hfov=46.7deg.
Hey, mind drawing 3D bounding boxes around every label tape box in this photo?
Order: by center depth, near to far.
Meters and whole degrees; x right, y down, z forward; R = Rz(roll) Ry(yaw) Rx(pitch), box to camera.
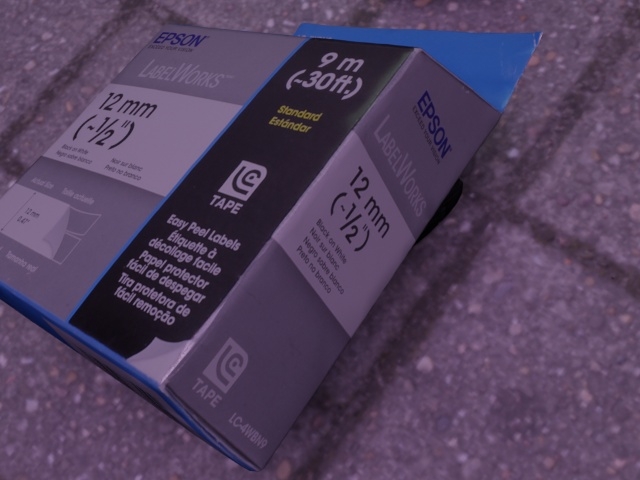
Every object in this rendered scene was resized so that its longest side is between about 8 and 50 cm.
[{"bbox_3d":[-0.046,-0.062,0.503,0.249,0.115,0.348,19,66,41],"label":"label tape box"}]

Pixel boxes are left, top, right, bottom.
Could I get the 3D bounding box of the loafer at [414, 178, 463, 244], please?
[{"bbox_3d":[0.000,0.000,0.549,0.223,0.076,0.078,-31,75,1],"label":"loafer"}]
